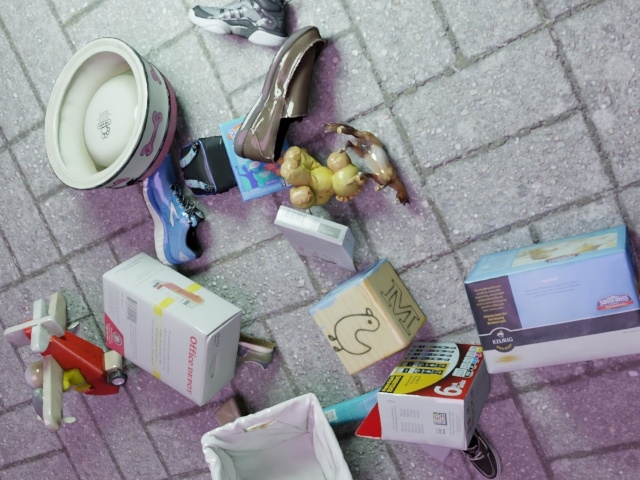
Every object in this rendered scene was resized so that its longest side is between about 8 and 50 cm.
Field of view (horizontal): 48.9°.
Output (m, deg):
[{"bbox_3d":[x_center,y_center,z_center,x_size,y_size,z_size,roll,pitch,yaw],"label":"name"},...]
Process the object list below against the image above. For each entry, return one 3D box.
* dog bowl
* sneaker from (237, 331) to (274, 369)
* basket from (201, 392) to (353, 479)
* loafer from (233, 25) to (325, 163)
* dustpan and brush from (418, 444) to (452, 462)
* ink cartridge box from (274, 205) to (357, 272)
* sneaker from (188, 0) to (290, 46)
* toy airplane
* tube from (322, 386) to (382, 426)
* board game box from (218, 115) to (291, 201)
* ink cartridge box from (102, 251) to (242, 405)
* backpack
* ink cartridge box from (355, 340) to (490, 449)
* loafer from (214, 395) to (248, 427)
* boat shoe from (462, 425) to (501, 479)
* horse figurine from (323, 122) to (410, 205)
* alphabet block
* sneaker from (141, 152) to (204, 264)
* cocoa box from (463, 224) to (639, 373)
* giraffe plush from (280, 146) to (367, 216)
[{"bbox_3d":[-0.555,-0.324,1.893,0.408,0.150,0.408,-5,80,32],"label":"dog bowl"},{"bbox_3d":[-0.226,0.320,2.050,0.192,0.064,0.086,14,110,19],"label":"sneaker"},{"bbox_3d":[-0.106,0.632,1.861,0.328,0.266,0.331,-19,64,-13],"label":"basket"},{"bbox_3d":[-0.074,-0.345,1.732,0.130,0.134,0.366,31,101,12],"label":"loafer"},{"bbox_3d":[0.265,0.491,1.891,0.211,0.060,0.147,27,136,14],"label":"dustpan and brush"},{"bbox_3d":[0.000,0.000,1.805,0.189,0.232,0.066,18,79,18],"label":"ink cartridge box"},{"bbox_3d":[-0.196,-0.584,1.760,0.268,0.101,0.153,18,111,11],"label":"sneaker"},{"bbox_3d":[-0.803,0.360,2.132,0.272,0.386,0.384,-31,91,15],"label":"toy airplane"},{"bbox_3d":[0.094,0.474,1.969,0.207,0.052,0.080,-21,101,22],"label":"tube"},{"bbox_3d":[-0.158,-0.224,1.833,0.160,0.047,0.210,-18,99,-5],"label":"board game box"},{"bbox_3d":[-0.425,0.251,2.009,0.384,0.160,0.279,27,127,23],"label":"ink cartridge box"},{"bbox_3d":[-0.305,-0.198,1.906,0.173,0.117,0.158,-6,103,57],"label":"backpack"},{"bbox_3d":[0.252,0.364,1.719,0.271,0.309,0.130,0,104,23],"label":"ink cartridge box"},{"bbox_3d":[-0.237,0.600,2.087,0.092,0.102,0.269,-26,70,9],"label":"loafer"},{"bbox_3d":[0.398,0.539,1.841,0.077,0.070,0.219,-30,92,27],"label":"boat shoe"},{"bbox_3d":[0.118,-0.197,1.715,0.066,0.174,0.263,-42,73,31],"label":"horse figurine"},{"bbox_3d":[0.122,0.190,1.792,0.192,0.193,0.197,-34,90,29],"label":"alphabet block"},{"bbox_3d":[-0.399,-0.092,1.987,0.147,0.130,0.330,-3,111,16],"label":"sneaker"},{"bbox_3d":[0.531,0.130,1.574,0.347,0.231,0.228,-14,98,26],"label":"cocoa box"},{"bbox_3d":[0.021,-0.152,1.749,0.170,0.181,0.210,-17,122,19],"label":"giraffe plush"}]
